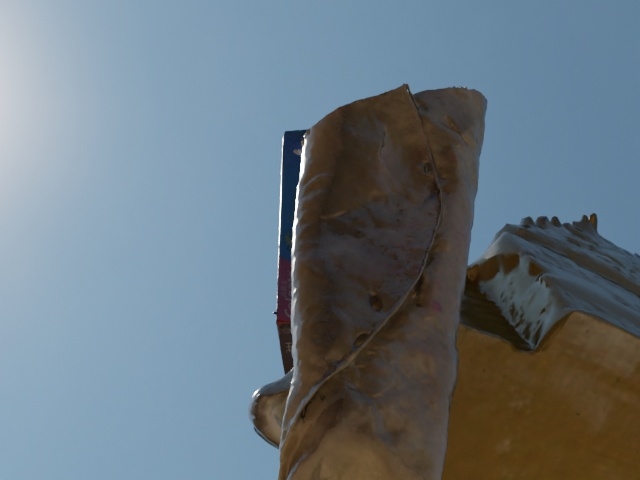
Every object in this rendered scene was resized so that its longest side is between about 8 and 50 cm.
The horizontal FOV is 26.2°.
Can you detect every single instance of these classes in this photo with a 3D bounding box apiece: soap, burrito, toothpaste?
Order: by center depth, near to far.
[{"bbox_3d":[0.023,0.022,0.574,0.086,0.226,0.060,5,-35,3],"label":"burrito"},{"bbox_3d":[0.098,0.058,0.902,0.304,0.339,0.169,23,-76,-14],"label":"soap"},{"bbox_3d":[0.001,0.000,1.301,0.076,0.320,0.066,-4,-54,3],"label":"toothpaste"}]
